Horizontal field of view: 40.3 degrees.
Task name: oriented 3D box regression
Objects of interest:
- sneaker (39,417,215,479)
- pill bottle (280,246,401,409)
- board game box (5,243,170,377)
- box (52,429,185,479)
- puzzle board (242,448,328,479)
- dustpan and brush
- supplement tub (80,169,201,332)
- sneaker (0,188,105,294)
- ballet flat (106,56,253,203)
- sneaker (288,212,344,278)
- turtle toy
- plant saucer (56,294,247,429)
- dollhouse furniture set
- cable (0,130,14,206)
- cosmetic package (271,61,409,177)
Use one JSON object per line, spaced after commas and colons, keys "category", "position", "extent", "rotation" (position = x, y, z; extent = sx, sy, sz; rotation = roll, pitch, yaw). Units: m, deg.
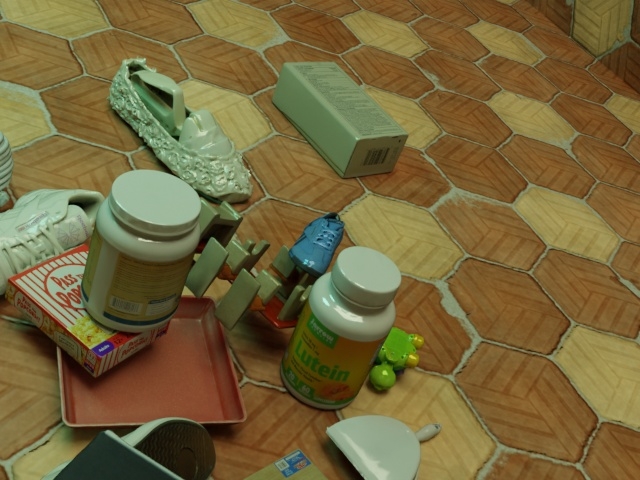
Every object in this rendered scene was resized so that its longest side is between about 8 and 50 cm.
{"category": "sneaker", "position": [-0.257, 0.295, 1.111], "extent": [0.290, 0.123, 0.105], "rotation": [-1, 76, -58]}
{"category": "pill bottle", "position": [0.035, 0.133, 1.345], "extent": [0.136, 0.245, 0.136], "rotation": [14, 36, -11]}
{"category": "board game box", "position": [-0.341, 0.098, 1.283], "extent": [0.193, 0.045, 0.147], "rotation": [35, 37, 18]}
{"category": "box", "position": [-0.253, 0.427, 0.771], "extent": [0.212, 0.293, 0.395], "rotation": [30, 37, 9]}
{"category": "puzzle board", "position": [-0.045, 0.353, 1.220], "extent": [0.128, 0.011, 0.096], "rotation": [-19, 51, -44]}
{"category": "dustpan and brush", "position": [0.120, 0.313, 1.333], "extent": [0.211, 0.060, 0.147], "rotation": [-21, 55, -36]}
{"category": "supplement tub", "position": [-0.251, 0.016, 1.226], "extent": [0.144, 0.199, 0.144], "rotation": [15, 36, -11]}
{"category": "sneaker", "position": [-0.449, -0.007, 1.343], "extent": [0.152, 0.114, 0.305], "rotation": [-5, 28, 25]}
{"category": "ballet flat", "position": [-0.287, -0.232, 1.749], "extent": [0.409, 0.147, 0.147], "rotation": [40, 39, 22]}
{"category": "sneaker", "position": [0.000, 0.000, 1.484], "extent": [0.069, 0.082, 0.209], "rotation": [36, 17, -5]}
{"category": "turtle toy", "position": [0.115, 0.195, 1.462], "extent": [0.095, 0.066, 0.130], "rotation": [24, 36, 2]}
{"category": "plant saucer", "position": [-0.261, 0.183, 1.295], "extent": [0.259, 0.047, 0.259], "rotation": [4, 39, -24]}
{"category": "dollhouse furniture set", "position": [-0.133, 0.058, 1.441], "extent": [0.259, 0.135, 0.262], "rotation": [42, 17, 25]}
{"category": "cable", "position": [-0.627, -0.120, 1.396], "extent": [0.257, 0.089, 0.257], "rotation": [-6, 26, -13]}
{"category": "cosmetic package", "position": [0.041, -0.284, 2.007], "extent": [0.160, 0.113, 0.309], "rotation": [-10, 46, -37]}
